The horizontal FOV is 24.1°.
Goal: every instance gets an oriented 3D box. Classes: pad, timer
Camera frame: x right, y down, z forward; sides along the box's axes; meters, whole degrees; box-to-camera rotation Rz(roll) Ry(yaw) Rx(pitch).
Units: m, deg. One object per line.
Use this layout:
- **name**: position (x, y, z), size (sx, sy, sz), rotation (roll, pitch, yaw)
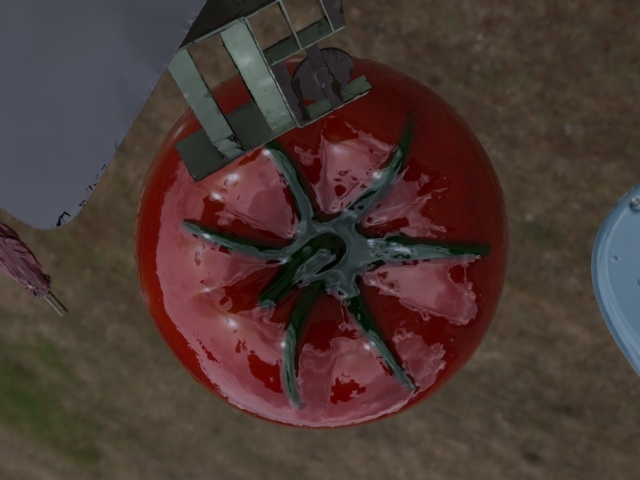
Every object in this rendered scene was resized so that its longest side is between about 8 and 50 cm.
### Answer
- **pad**: position (-0.177, -0.152, 0.966), size (0.181, 0.267, 0.004), rotation (34, -164, 0)
- **timer**: position (0.000, 0.000, 1.519), size (0.378, 0.378, 0.279), rotation (31, -176, -8)

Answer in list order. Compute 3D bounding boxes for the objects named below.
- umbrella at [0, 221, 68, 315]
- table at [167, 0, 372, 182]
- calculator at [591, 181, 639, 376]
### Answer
- **umbrella**: position (-0.233, -0.002, 1.081), size (0.027, 0.025, 0.165), rotation (-6, 135, 34)
- **table**: position (-0.061, -0.146, 1.226), size (0.062, 0.175, 0.146), rotation (60, 179, 38)
- **calculator**: position (0.346, 0.072, 1.180), size (0.303, 0.188, 0.042), rotation (44, 177, 4)
